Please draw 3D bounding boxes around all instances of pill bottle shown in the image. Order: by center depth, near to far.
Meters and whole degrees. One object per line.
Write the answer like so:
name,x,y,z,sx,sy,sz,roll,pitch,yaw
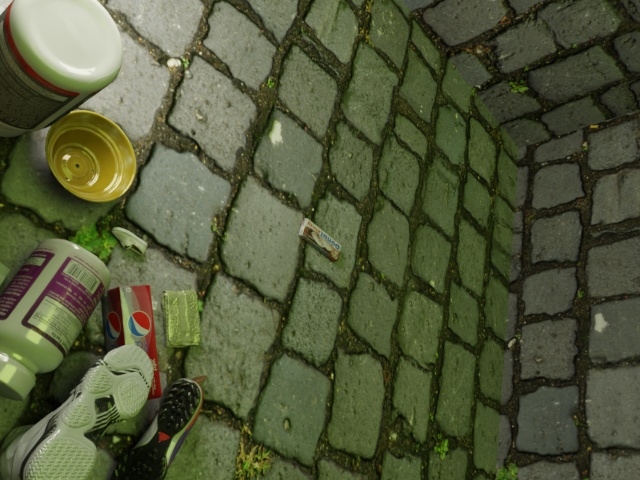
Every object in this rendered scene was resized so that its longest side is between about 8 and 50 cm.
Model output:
pill bottle,-0.575,-0.341,1.218,0.210,0.363,0.210,17,67,-45
pill bottle,-0.568,0.158,1.224,0.169,0.169,0.301,45,49,-29

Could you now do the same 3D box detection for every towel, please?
towel,-0.354,0.199,1.557,0.110,0.027,0.148,3,77,-48

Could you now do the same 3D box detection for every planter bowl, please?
planter bowl,-0.547,-0.183,1.410,0.217,0.090,0.217,16,67,-44

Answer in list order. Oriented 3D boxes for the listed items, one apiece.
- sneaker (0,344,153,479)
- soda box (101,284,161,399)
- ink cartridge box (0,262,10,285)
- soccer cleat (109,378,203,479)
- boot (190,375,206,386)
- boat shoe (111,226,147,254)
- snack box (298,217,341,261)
sneaker,-0.500,0.361,1.223,0.137,0.210,0.366,56,33,-21
soda box,-0.437,0.238,1.402,0.083,0.092,0.263,1,78,-49
ink cartridge box,-0.757,0.068,1.128,0.275,0.060,0.239,45,29,-29
soccer cleat,-0.366,0.471,1.393,0.318,0.108,0.116,-61,169,-18
boot,-0.324,0.400,1.524,0.118,0.042,0.087,-19,99,-48
boat shoe,-0.469,0.003,1.484,0.100,0.035,0.035,41,48,-41
snack box,0.000,0.000,2.013,0.178,0.022,0.064,38,51,-34
